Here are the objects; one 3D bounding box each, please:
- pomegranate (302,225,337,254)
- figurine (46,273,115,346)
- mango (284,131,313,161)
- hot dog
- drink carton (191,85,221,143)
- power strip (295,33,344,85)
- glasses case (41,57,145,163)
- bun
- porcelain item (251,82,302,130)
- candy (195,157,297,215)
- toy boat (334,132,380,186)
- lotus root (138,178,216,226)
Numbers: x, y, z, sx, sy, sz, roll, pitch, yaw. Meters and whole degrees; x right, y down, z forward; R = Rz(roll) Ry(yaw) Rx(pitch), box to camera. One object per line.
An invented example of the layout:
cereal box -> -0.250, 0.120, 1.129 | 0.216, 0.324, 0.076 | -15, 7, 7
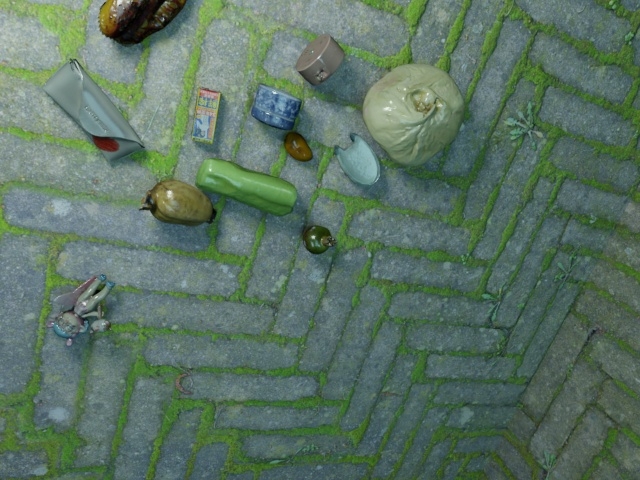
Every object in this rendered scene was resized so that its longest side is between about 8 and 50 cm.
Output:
pomegranate -> 0.000, 0.000, 1.782 | 0.114, 0.142, 0.115 | -6, 100, -39
figurine -> -0.780, 0.239, 1.599 | 0.205, 0.103, 0.260 | 41, 91, -6
mango -> -0.074, -0.319, 1.644 | 0.077, 0.063, 0.127 | -49, 123, -4
hot dog -> -0.477, -0.633, 1.293 | 0.270, 0.082, 0.162 | -38, 164, 3
drink carton -> -0.363, -0.395, 1.498 | 0.071, 0.056, 0.166 | 9, 110, -16
power strip -> -0.003, -0.570, 1.498 | 0.078, 0.154, 0.154 | 38, 97, -33
glasses case -> -0.656, -0.361, 1.379 | 0.128, 0.083, 0.308 | -36, 122, -3
bun -> 0.323, -0.432, 1.626 | 0.360, 0.213, 0.362 | -1, 100, -8
porcelain item -> -0.143, -0.423, 1.518 | 0.147, 0.147, 0.114 | 13, 110, -26
candy -> -0.244, -0.177, 1.601 | 0.343, 0.142, 0.132 | 16, 120, -26
toy boat -> 0.138, -0.290, 1.747 | 0.134, 0.079, 0.208 | -43, 111, -7
lotus root -> -0.460, -0.120, 1.538 | 0.256, 0.154, 0.140 | 18, 69, -44
